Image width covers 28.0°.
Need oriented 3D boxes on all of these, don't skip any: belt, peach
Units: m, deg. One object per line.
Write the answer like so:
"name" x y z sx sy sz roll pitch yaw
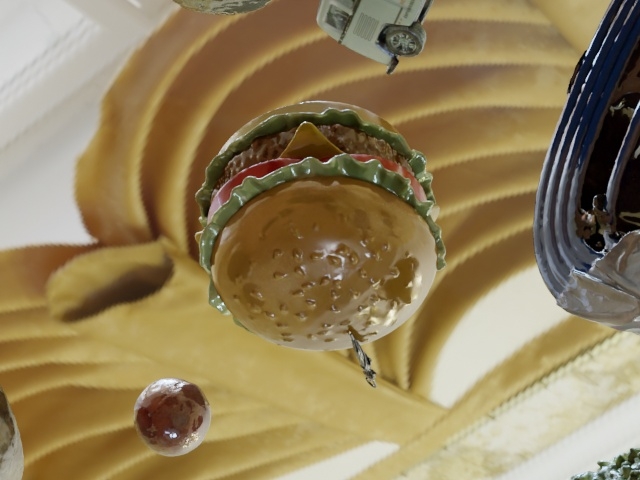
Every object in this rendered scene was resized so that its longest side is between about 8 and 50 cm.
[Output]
"belt" 0.287 -0.092 0.911 0.212 0.117 0.347 36 -74 56
"peach" -0.153 0.182 1.322 0.083 0.083 0.083 -21 -126 32

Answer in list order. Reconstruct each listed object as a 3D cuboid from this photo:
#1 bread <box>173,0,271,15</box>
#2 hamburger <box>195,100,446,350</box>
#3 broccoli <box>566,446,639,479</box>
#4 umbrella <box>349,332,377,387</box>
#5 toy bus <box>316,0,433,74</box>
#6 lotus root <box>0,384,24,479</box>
"bread" -0.057 -0.265 1.044 0.337 0.183 0.102 -11 -123 21
"hamburger" 0.000 0.000 1.407 0.274 0.274 0.212 -34 -143 23
"broccoli" 0.445 0.356 1.377 0.338 0.317 0.277 -37 -142 26
"umbrella" 0.049 0.133 1.402 0.022 0.122 0.013 33 -109 28
"toy bus" 0.057 -0.212 0.898 0.194 0.089 0.087 115 -4 -56
"lotus root" -0.419 0.219 1.276 0.250 0.316 0.316 -30 -144 -26
